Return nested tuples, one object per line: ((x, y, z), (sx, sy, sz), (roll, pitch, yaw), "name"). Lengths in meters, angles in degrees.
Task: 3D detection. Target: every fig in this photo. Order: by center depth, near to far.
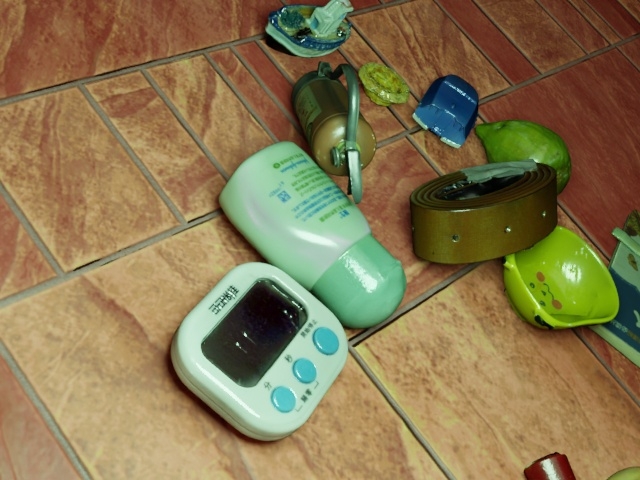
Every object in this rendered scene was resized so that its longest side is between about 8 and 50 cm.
((0.446, -0.195, 1.853), (0.167, 0.167, 0.233), (-16, 72, -38), "fig")

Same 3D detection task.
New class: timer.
((-0.091, 0.168, 1.311), (0.237, 0.087, 0.262), (39, 46, 2), "timer")

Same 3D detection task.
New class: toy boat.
((-0.016, -0.468, 1.823), (0.262, 0.115, 0.114), (-19, 67, -38), "toy boat")
((0.295, -0.306, 1.909), (0.129, 0.088, 0.295), (35, 35, -2), "toy boat")

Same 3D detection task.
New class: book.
((0.751, 0.137, 1.855), (0.300, 0.039, 0.428), (38, 46, 1), "book")

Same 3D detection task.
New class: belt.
((0.321, -0.058, 1.637), (0.339, 0.122, 0.217), (-21, 26, -32), "belt")

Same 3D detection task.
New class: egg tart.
((0.136, -0.336, 1.858), (0.129, 0.049, 0.128), (18, 43, -18), "egg tart")

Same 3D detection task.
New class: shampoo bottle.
((0.000, 0.000, 1.449), (0.349, 0.151, 0.222), (46, 34, 9), "shampoo bottle")

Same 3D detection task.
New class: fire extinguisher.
((0.018, -0.227, 1.526), (0.113, 0.200, 0.376), (-20, 31, 0), "fire extinguisher")

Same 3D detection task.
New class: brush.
((0.721, 0.031, 1.876), (0.178, 0.030, 0.033), (43, 56, 10), "brush")

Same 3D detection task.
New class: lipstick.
((0.412, 0.468, 1.378), (0.080, 0.080, 0.241), (-3, 58, -32), "lipstick")

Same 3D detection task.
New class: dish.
((0.447, 0.095, 1.664), (0.262, 0.108, 0.221), (-12, 63, -37), "dish")

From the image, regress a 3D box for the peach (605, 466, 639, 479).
((0.545, 0.462, 1.399), (0.184, 0.184, 0.184), (16, 50, -19), "peach")
